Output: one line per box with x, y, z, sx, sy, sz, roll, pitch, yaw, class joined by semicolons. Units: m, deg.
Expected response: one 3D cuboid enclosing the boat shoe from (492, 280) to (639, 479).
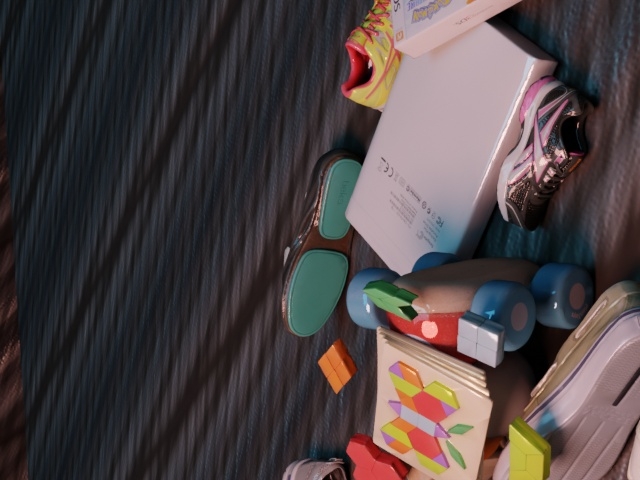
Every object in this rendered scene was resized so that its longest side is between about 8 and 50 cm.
0.281;0.173;1.205;0.094;0.109;0.302;-92;27;-52;boat shoe

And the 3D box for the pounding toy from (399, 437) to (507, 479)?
0.147;0.216;1.362;0.100;0.130;0.141;-55;47;42;pounding toy

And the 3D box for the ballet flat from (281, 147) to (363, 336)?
0.000;0.000;1.639;0.096;0.095;0.280;34;108;63;ballet flat

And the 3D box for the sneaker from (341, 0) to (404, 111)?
0.081;-0.275;1.500;0.081;0.094;0.208;29;112;55;sneaker

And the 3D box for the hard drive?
0.153;-0.121;1.431;0.233;0.047;0.353;51;131;44;hard drive

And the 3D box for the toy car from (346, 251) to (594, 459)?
0.172;0.145;1.271;0.219;0.210;0.237;4;102;46;toy car

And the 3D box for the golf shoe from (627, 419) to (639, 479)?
0.386;0.275;1.031;0.140;0.115;0.306;106;152;-41;golf shoe

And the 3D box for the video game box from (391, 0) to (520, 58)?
0.167;-0.344;1.351;0.205;0.048;0.187;-24;62;42;video game box

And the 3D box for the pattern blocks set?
0.116;0.190;1.218;0.286;0.026;0.324;14;130;36;pattern blocks set

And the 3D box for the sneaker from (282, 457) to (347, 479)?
0.007;0.444;1.600;0.115;0.105;0.281;-35;61;52;sneaker

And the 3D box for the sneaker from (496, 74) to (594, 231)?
0.254;-0.090;1.257;0.077;0.072;0.178;29;120;42;sneaker
